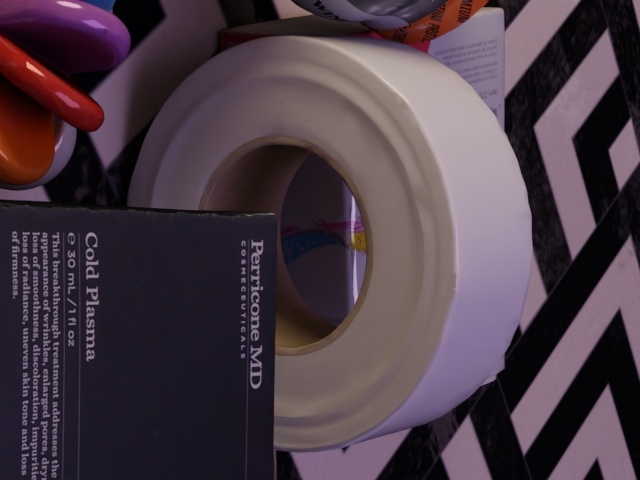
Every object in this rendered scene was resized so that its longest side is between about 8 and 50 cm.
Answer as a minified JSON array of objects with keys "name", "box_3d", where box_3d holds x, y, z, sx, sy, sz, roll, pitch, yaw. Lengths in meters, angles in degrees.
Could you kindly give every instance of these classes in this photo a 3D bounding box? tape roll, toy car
[{"name":"tape roll","box_3d":[0.000,0.000,1.374,0.100,0.286,0.286,-9,104,-54]},{"name":"toy car","box_3d":[-0.182,-0.118,1.228,0.159,0.136,0.182,32,71,-52]}]

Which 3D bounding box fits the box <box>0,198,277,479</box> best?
[{"name":"box","box_3d":[-0.183,0.147,1.130,0.312,0.179,0.343,3,89,-56]}]

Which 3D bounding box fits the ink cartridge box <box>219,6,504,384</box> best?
[{"name":"ink cartridge box","box_3d":[0.038,-0.025,1.561,0.226,0.131,0.306,-16,110,-52]}]

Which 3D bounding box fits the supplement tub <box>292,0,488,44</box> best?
[{"name":"supplement tub","box_3d":[-0.011,-0.277,1.333,0.316,0.193,0.193,36,66,-35]}]

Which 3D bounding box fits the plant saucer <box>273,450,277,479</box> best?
[{"name":"plant saucer","box_3d":[-0.108,0.163,1.450,0.198,0.036,0.198,11,76,-51]}]
